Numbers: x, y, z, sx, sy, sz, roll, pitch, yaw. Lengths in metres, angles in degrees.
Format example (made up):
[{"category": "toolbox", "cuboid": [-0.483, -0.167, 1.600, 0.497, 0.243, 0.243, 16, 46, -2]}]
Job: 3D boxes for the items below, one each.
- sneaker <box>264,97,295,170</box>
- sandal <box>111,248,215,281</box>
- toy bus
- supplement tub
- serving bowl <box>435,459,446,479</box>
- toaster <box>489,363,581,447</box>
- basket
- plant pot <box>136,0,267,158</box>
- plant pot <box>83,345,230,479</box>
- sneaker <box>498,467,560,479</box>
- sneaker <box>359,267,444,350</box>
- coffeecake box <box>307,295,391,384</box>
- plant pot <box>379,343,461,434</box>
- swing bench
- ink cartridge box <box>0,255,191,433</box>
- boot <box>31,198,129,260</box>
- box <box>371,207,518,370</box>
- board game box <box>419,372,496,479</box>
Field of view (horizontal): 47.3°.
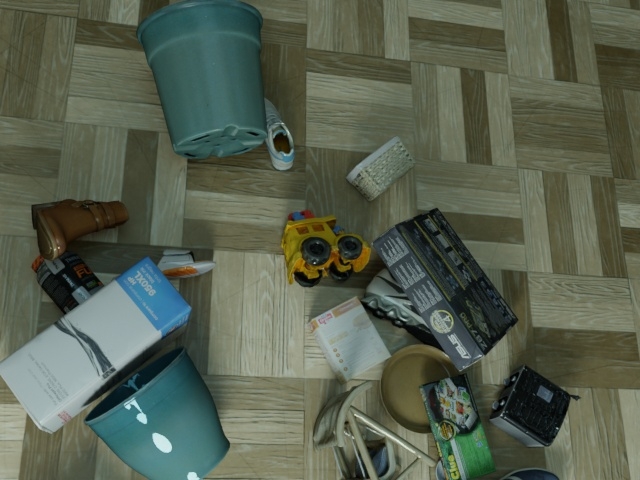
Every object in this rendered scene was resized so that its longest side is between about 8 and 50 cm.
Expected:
[{"category": "sneaker", "cuboid": [-0.130, -0.316, 2.061, 0.087, 0.092, 0.228, -23, 77, -18]}, {"category": "sandal", "cuboid": [-0.401, 0.059, 1.860, 0.265, 0.102, 0.076, -9, 76, -14]}, {"category": "toy bus", "cuboid": [0.000, 0.000, 1.969, 0.220, 0.149, 0.211, -8, 57, -18]}, {"category": "supplement tub", "cuboid": [-0.608, 0.108, 1.785, 0.117, 0.117, 0.190, -40, 85, -22]}, {"category": "serving bowl", "cuboid": [0.333, 0.601, 1.888, 0.083, 0.027, 0.083, 4, 71, -12]}, {"category": "toaster", "cuboid": [0.565, 0.448, 1.952, 0.186, 0.110, 0.168, 32, 68, -1]}, {"category": "basket", "cuboid": [0.176, -0.201, 2.085, 0.167, 0.113, 0.103, -37, 87, -22]}, {"category": "plant pot", "cuboid": [-0.291, -0.411, 1.944, 0.341, 0.341, 0.334, -9, 81, -16]}, {"category": "plant pot", "cuboid": [-0.351, 0.427, 1.671, 0.272, 0.272, 0.255, -37, 97, -22]}, {"category": "sneaker", "cuboid": [0.475, 0.661, 1.822, 0.350, 0.148, 0.131, -9, 87, -18]}, {"category": "sneaker", "cuboid": [0.279, 0.186, 1.968, 0.330, 0.122, 0.146, 31, 69, -2]}, {"category": "coffeecake box", "cuboid": [0.075, 0.262, 1.922, 0.142, 0.068, 0.185, -26, 79, -19]}, {"category": "plant pot", "cuboid": [0.267, 0.395, 1.942, 0.236, 0.032, 0.236, 5, 70, -13]}, {"category": "swing bench", "cuboid": [0.098, 0.491, 1.748, 0.165, 0.253, 0.254, -37, 83, -22]}, {"category": "ink cartridge box", "cuboid": [-0.506, 0.244, 1.670, 0.395, 0.285, 0.166, -39, 85, -22]}, {"category": "boot", "cuboid": [-0.577, -0.035, 1.781, 0.220, 0.283, 0.109, -5, 105, -24]}, {"category": "box", "cuboid": [0.339, 0.113, 1.934, 0.395, 0.097, 0.318, 55, 29, 7]}, {"category": "board game box", "cuboid": [0.355, 0.488, 1.899, 0.136, 0.030, 0.259, -9, 75, -20]}]
